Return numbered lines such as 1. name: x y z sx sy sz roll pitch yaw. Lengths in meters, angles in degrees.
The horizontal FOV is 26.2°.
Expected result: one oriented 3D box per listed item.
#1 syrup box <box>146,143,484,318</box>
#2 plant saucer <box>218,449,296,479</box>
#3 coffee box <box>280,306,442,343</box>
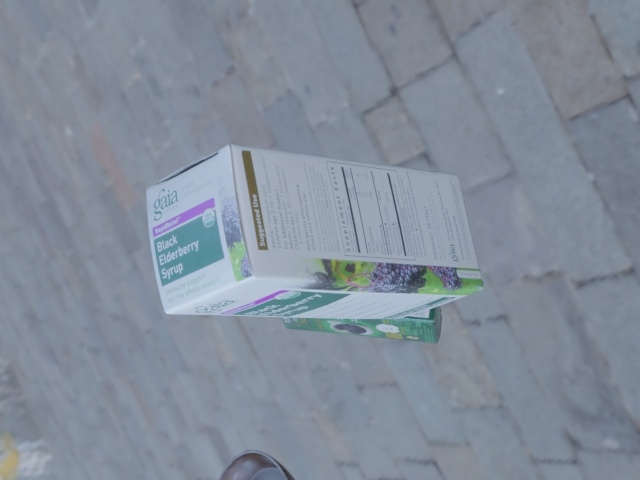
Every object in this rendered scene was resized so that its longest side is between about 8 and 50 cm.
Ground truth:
1. syrup box: 0.000 0.000 0.973 0.093 0.237 0.096 -24 71 41
2. plant saucer: -0.050 0.269 1.211 0.168 0.029 0.168 -16 71 57
3. coffee box: 0.043 0.078 1.561 0.113 0.184 0.040 66 -150 -71
